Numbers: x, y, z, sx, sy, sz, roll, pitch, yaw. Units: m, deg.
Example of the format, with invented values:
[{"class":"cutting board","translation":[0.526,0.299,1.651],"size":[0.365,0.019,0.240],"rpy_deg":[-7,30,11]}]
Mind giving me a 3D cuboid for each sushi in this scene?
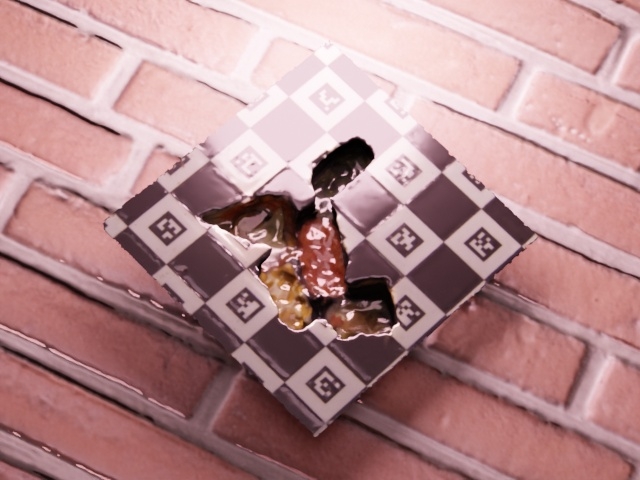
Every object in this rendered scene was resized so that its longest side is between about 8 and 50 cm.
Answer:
[{"class":"sushi","translation":[0.000,0.000,2.040],"size":[0.359,0.064,0.343],"rpy_deg":[-41,74,-20]}]
